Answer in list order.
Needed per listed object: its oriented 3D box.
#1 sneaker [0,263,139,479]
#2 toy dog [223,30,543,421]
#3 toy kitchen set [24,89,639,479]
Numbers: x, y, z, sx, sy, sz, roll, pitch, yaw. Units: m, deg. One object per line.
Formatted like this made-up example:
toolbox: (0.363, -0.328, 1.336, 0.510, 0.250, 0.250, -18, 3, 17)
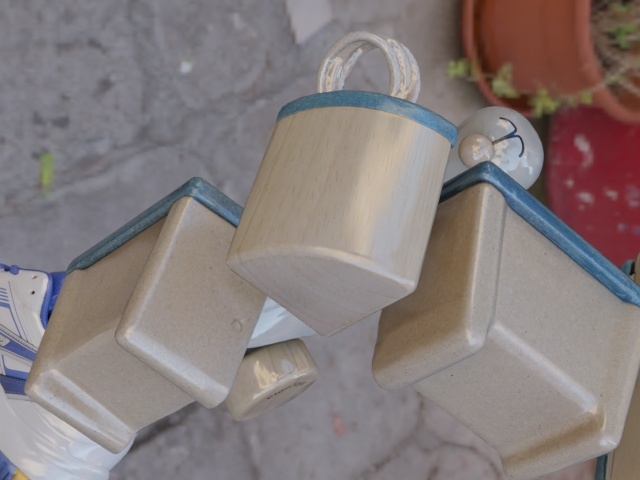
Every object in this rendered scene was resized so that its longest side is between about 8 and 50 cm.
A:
sneaker: (-0.233, 0.062, 1.031, 0.131, 0.296, 0.112, -49, 157, -2)
toy dog: (0.000, 0.000, 1.094, 0.334, 0.220, 0.161, -54, 163, 12)
toy kitchen set: (0.035, 0.036, 0.497, 0.207, 0.166, 0.122, 38, 47, -22)
